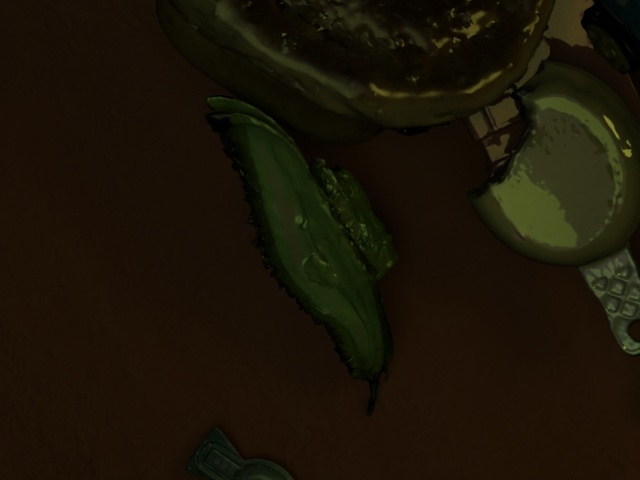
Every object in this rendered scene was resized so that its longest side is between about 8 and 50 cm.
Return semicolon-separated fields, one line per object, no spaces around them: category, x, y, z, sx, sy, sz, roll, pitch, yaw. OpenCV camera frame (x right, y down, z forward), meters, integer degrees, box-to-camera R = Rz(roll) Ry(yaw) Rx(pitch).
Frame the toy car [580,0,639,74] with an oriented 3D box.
toy car;0.362;-0.170;1.504;0.198;0.166;0.314;-40;94;-7

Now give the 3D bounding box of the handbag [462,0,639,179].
handbag;0.197;-0.134;1.618;0.157;0.059;0.212;-25;96;14

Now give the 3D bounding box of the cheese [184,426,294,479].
cheese;-0.070;0.236;1.772;0.120;0.026;0.067;35;106;1

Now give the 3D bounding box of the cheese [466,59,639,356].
cheese;0.241;-0.029;1.565;0.249;0.071;0.163;42;110;-1

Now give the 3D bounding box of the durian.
durian;-0.004;0.005;1.657;0.132;0.106;0.375;-18;123;19

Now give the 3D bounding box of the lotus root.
lotus root;-0.016;-0.185;1.602;0.284;0.146;0.160;33;118;5

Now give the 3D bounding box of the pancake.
pancake;0.037;-0.263;1.529;0.356;0.065;0.356;3;71;-8
